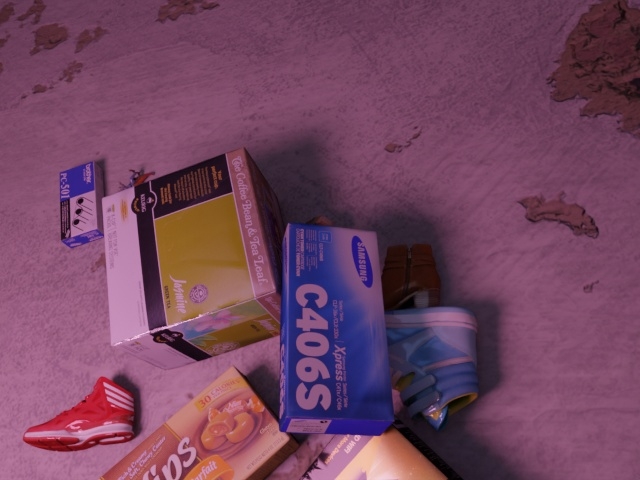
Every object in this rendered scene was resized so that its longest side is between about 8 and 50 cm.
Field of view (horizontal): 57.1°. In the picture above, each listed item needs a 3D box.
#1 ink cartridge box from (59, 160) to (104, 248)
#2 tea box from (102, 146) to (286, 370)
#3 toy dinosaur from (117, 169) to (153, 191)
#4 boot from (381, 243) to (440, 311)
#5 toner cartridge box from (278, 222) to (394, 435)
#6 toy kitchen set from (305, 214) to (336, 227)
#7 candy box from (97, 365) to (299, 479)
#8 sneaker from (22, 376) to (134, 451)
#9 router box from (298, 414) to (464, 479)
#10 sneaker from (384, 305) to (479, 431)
[{"bbox_3d":[-0.587,-0.090,1.451,0.097,0.046,0.207,-18,61,5],"label":"ink cartridge box"},{"bbox_3d":[-0.233,0.042,1.185,0.324,0.220,0.328,-18,62,7],"label":"tea box"},{"bbox_3d":[-0.464,-0.132,1.442,0.090,0.047,0.082,5,84,7],"label":"toy dinosaur"},{"bbox_3d":[0.133,0.081,1.150,0.197,0.073,0.152,-1,65,2],"label":"boot"},{"bbox_3d":[0.019,0.136,0.972,0.165,0.075,0.347,6,54,-12],"label":"toner cartridge box"},{"bbox_3d":[0.000,0.000,1.231,0.068,0.083,0.075,30,71,-17],"label":"toy kitchen set"},{"bbox_3d":[-0.219,0.404,1.069,0.316,0.087,0.183,-40,61,-10],"label":"candy box"},{"bbox_3d":[-0.480,0.351,1.195,0.222,0.087,0.128,-4,54,1],"label":"sneaker"},{"bbox_3d":[0.074,0.452,0.939,0.243,0.081,0.308,39,93,28],"label":"router box"},{"bbox_3d":[0.128,0.236,1.042,0.319,0.127,0.208,-9,61,12],"label":"sneaker"}]
